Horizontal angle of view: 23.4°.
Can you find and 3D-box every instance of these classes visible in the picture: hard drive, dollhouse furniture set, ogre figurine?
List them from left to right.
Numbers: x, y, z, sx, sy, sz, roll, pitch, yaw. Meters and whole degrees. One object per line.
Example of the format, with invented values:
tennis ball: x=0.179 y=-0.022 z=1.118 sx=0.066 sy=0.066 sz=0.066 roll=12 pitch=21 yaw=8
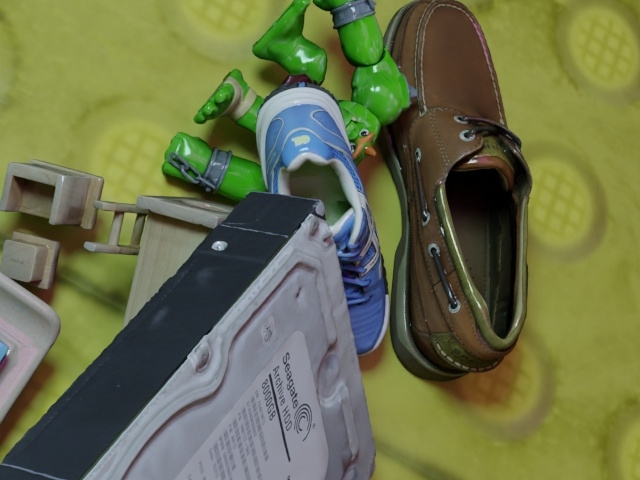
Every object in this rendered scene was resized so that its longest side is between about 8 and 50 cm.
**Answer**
dollhouse furniture set: x=-0.140 y=0.052 z=1.042 sx=0.161 sy=0.101 sz=0.182 roll=15 pitch=96 yaw=18
hard drive: x=-0.076 y=0.157 z=0.922 sx=0.339 sy=0.064 sz=0.237 roll=-50 pitch=140 yaw=-45
ogre figurine: x=-0.010 y=-0.096 z=1.123 sx=0.118 sy=0.097 sz=0.197 roll=41 pitch=61 yaw=-9

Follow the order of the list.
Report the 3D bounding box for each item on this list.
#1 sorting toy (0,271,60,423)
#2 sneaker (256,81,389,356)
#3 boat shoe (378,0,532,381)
sorting toy: x=-0.287 y=0.080 z=0.935 sx=0.193 sy=0.038 sz=0.208 roll=36 pitch=73 yaw=-14
sneaker: x=0.000 y=0.000 z=1.067 sx=0.080 sy=0.081 sz=0.211 roll=-16 pitch=121 yaw=4
boat shoe: x=0.114 y=-0.051 z=1.170 sx=0.110 sy=0.104 sz=0.307 roll=3 pitch=73 yaw=-27
